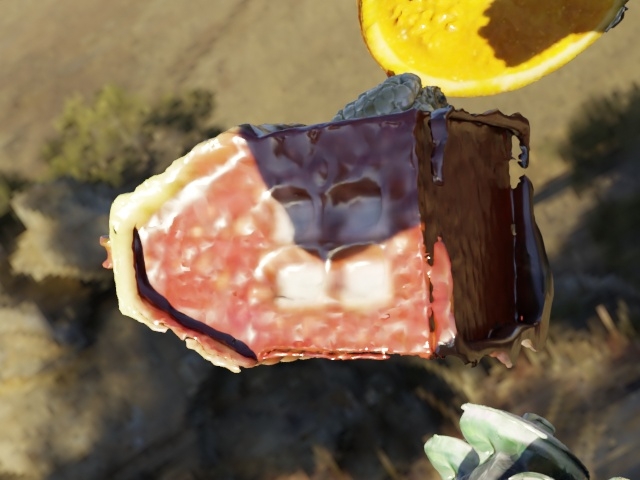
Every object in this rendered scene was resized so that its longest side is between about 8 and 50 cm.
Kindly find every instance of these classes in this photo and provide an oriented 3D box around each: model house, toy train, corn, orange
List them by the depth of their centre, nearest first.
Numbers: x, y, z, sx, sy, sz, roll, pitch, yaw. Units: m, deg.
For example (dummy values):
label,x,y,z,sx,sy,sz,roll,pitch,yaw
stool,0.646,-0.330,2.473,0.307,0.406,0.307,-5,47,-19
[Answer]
label,x,y,z,sx,sy,sz,roll,pitch,yaw
model house,0.000,0.000,1.165,0.254,0.160,0.196,-1,2,23
toy train,0.159,0.247,1.301,0.173,0.249,0.307,-59,-3,-16
corn,0.003,-0.042,1.305,0.211,0.087,0.087,-29,18,13
orange,0.166,-0.272,1.618,0.274,0.274,0.310,-151,75,-70
